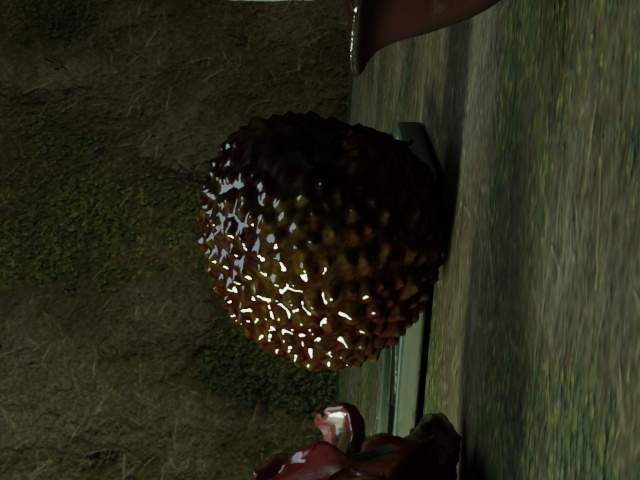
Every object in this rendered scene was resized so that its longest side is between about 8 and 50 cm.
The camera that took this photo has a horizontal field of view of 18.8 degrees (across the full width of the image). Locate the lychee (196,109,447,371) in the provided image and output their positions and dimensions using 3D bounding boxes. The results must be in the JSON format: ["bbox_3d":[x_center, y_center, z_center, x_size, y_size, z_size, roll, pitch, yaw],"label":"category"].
[{"bbox_3d":[0.000,0.000,1.331,0.188,0.188,0.188,-176,90,-89],"label":"lychee"}]

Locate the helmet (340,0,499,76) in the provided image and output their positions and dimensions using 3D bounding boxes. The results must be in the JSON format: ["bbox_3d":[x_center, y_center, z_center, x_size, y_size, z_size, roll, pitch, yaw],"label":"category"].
[{"bbox_3d":[0.055,-0.158,0.856,0.155,0.106,0.175,88,-179,-54],"label":"helmet"}]

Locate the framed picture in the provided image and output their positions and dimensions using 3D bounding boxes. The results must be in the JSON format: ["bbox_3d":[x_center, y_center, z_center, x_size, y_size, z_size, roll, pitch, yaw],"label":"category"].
[{"bbox_3d":[0.064,0.088,1.538,0.247,0.022,0.335,-91,4,-78],"label":"framed picture"}]

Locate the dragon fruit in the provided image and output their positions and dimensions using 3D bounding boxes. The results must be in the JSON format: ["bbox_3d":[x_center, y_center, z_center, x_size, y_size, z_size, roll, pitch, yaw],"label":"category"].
[{"bbox_3d":[0.004,0.182,1.090,0.211,0.134,0.262,-59,-29,-42],"label":"dragon fruit"}]
